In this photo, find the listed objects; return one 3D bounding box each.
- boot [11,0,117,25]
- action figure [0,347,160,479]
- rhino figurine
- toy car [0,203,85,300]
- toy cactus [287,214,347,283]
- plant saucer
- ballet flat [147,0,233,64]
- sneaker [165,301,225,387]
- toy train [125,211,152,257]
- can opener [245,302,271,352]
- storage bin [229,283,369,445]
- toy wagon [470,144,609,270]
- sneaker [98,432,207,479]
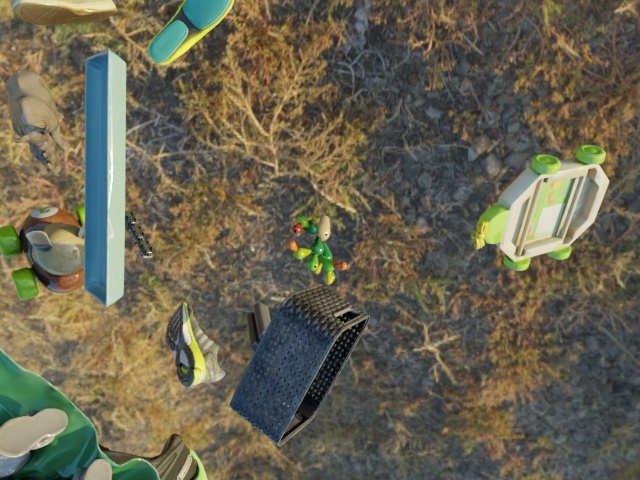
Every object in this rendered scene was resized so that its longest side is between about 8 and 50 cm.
[{"bbox_3d":[-0.494,-0.491,1.061,0.077,0.213,0.165,-14,101,34],"label":"boot"},{"bbox_3d":[-0.203,0.162,0.332,0.232,0.063,0.137,-37,94,29],"label":"action figure"},{"bbox_3d":[-0.459,-0.189,0.932,0.073,0.243,0.106,-22,140,-13],"label":"rhino figurine"},{"bbox_3d":[-0.410,-0.001,0.902,0.155,0.148,0.188,-21,174,-30],"label":"toy car"},{"bbox_3d":[0.000,0.000,1.445,0.112,0.180,0.219,-20,125,27],"label":"toy cactus"},{"bbox_3d":[-0.170,-0.048,0.455,0.018,0.191,0.067,-3,-170,-36],"label":"plant saucer"},{"bbox_3d":[-0.270,-0.458,1.218,0.231,0.077,0.077,-36,99,16],"label":"ballet flat"},{"bbox_3d":[-0.365,0.303,1.674,0.121,0.300,0.111,20,120,-39],"label":"sneaker"},{"bbox_3d":[-0.441,-0.010,1.382,0.027,0.158,0.036,1,130,-45],"label":"toy train"},{"bbox_3d":[-0.137,0.274,1.534,0.095,0.283,0.076,32,105,-24],"label":"can opener"},{"bbox_3d":[-0.026,0.157,0.748,0.084,0.122,0.180,33,106,18],"label":"storage bin"},{"bbox_3d":[0.457,-0.061,1.225,0.345,0.068,0.267,-13,129,-20],"label":"toy wagon"},{"bbox_3d":[-0.476,0.527,1.161,0.483,0.202,0.185,-8,154,-35],"label":"sneaker"}]
